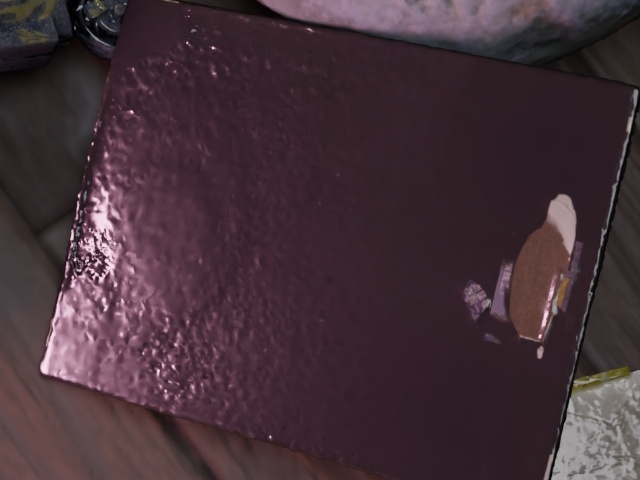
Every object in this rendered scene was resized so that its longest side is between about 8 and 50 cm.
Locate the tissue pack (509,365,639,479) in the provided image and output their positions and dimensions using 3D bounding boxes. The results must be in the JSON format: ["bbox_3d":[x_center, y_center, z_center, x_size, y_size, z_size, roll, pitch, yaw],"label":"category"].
[{"bbox_3d":[0.146,0.138,0.918,0.099,0.148,0.106,-10,82,-10],"label":"tissue pack"}]

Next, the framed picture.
[{"bbox_3d":[0.000,0.000,0.887,0.324,0.013,0.244,14,91,21],"label":"framed picture"}]

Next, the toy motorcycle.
[{"bbox_3d":[-0.200,-0.163,0.946,0.193,0.061,0.124,-5,69,-26],"label":"toy motorcycle"}]

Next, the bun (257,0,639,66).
[{"bbox_3d":[0.097,-0.266,0.947,0.354,0.194,0.354,0,97,-1],"label":"bun"}]
